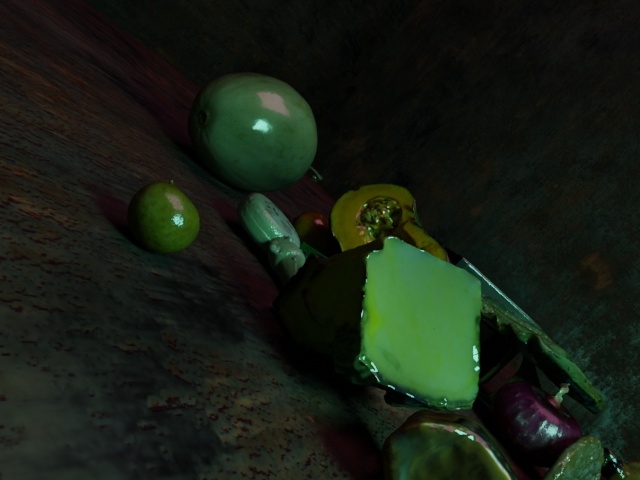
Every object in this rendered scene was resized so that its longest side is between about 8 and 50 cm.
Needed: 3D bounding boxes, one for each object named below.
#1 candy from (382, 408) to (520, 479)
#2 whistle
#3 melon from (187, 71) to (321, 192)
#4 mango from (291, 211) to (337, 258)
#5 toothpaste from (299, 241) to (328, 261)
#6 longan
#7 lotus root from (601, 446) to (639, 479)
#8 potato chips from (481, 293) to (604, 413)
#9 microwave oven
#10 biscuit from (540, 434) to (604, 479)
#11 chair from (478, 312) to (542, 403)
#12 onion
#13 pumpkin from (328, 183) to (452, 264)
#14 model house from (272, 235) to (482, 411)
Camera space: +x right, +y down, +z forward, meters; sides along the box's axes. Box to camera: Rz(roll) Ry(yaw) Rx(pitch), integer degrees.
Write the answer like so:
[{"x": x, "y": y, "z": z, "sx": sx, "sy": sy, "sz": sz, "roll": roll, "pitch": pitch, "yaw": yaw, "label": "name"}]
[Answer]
[{"x": 0.151, "y": 0.259, "z": 0.395, "sx": 0.271, "sy": 0.101, "sz": 0.143, "roll": 53, "pitch": 6, "yaw": 26, "label": "candy"}, {"x": -0.070, "y": 0.009, "z": 0.794, "sx": 0.126, "sy": 0.067, "sz": 0.258, "roll": 42, "pitch": 10, "yaw": -45, "label": "whistle"}, {"x": -0.139, "y": -0.230, "z": 1.063, "sx": 0.272, "sy": 0.272, "sz": 0.308, "roll": 43, "pitch": 0, "yaw": 10, "label": "melon"}, {"x": -0.005, "y": -0.005, "z": 1.083, "sx": 0.115, "sy": 0.089, "sz": 0.165, "roll": 49, "pitch": 8, "yaw": 26, "label": "mango"}, {"x": 0.059, "y": 0.089, "z": 0.796, "sx": 0.267, "sy": 0.050, "sz": 0.065, "roll": 32, "pitch": -5, "yaw": 37, "label": "toothpaste"}, {"x": -0.157, "y": -0.027, "z": 0.502, "sx": 0.075, "sy": 0.075, "sz": 0.083, "roll": 36, "pitch": 45, "yaw": -38, "label": "longan"}, {"x": 0.849, "y": 0.671, "z": 1.285, "sx": 0.310, "sy": 0.182, "sz": 0.183, "roll": 40, "pitch": 8, "yaw": 8, "label": "lotus root"}, {"x": 0.530, "y": 0.259, "z": 1.182, "sx": 0.429, "sy": 0.070, "sz": 0.358, "roll": 35, "pitch": 12, "yaw": -20, "label": "potato chips"}, {"x": 0.472, "y": 0.224, "z": 1.610, "sx": 0.374, "sy": 0.236, "sz": 0.432, "roll": 42, "pitch": 8, "yaw": 4, "label": "microwave oven"}, {"x": 0.458, "y": 0.414, "z": 0.885, "sx": 0.290, "sy": 0.141, "sz": 0.038, "roll": 31, "pitch": -4, "yaw": -43, "label": "biscuit"}, {"x": 0.414, "y": 0.297, "z": 1.229, "sx": 0.247, "sy": 0.158, "sz": 0.172, "roll": 39, "pitch": 11, "yaw": -8, "label": "chair"}, {"x": 0.428, "y": 0.363, "z": 0.984, "sx": 0.177, "sy": 0.153, "sz": 0.177, "roll": 14, "pitch": 40, "yaw": -12, "label": "onion"}, {"x": 0.125, "y": 0.072, "z": 0.966, "sx": 0.232, "sy": 0.242, "sz": 0.324, "roll": 72, "pitch": 3, "yaw": -45, "label": "pumpkin"}, {"x": 0.051, "y": 0.110, "z": 0.599, "sx": 0.194, "sy": 0.170, "sz": 0.211, "roll": 20, "pitch": -24, "yaw": -35, "label": "model house"}]
